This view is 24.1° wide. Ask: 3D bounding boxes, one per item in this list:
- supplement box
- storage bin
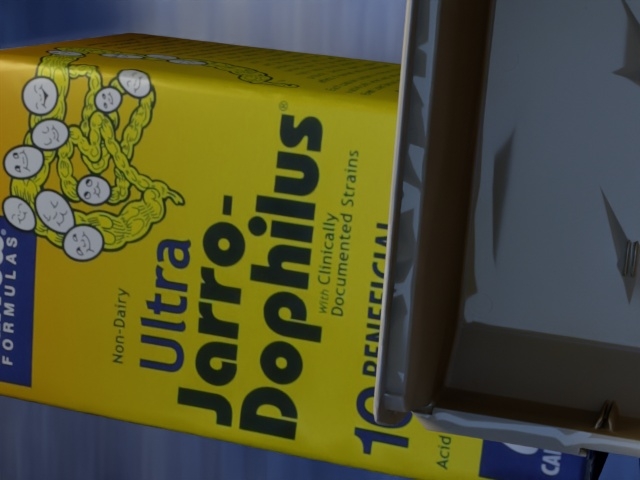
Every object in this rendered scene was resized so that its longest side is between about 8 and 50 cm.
[{"bbox_3d":[0.000,0.000,0.853,0.356,0.195,0.194,9,103,17],"label":"supplement box"},{"bbox_3d":[0.170,-0.023,0.628,0.262,0.123,0.260,8,102,15],"label":"storage bin"}]
